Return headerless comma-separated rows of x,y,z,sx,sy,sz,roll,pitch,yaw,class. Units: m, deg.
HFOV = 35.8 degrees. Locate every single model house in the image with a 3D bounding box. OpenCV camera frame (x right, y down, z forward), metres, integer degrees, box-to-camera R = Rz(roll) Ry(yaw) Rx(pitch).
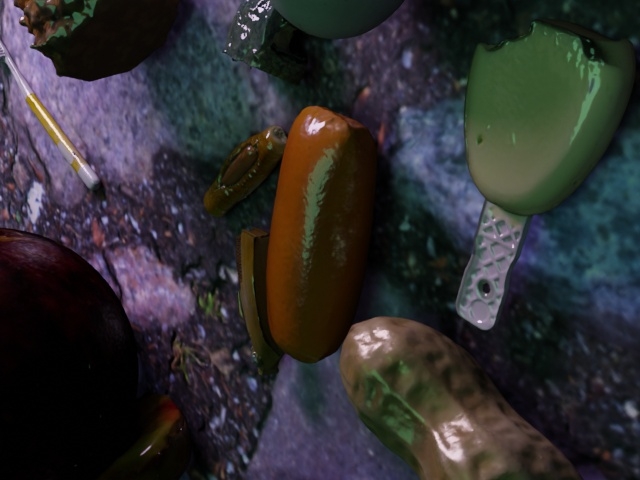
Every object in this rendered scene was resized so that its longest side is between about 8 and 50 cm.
-0.042,-0.195,0.916,0.079,0.066,0.083,33,103,47,model house

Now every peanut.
0.111,0.167,0.792,0.274,0.125,0.111,46,109,24,peanut

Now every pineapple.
-0.281,-0.330,1.046,0.169,0.169,0.340,-50,62,39,pineapple

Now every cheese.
0.148,-0.047,0.761,0.127,0.050,0.255,33,120,34,cheese

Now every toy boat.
-0.057,0.061,0.991,0.049,0.047,0.149,-7,92,58,toy boat

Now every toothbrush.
-0.354,-0.165,1.241,0.288,0.024,0.021,50,128,24,toothbrush

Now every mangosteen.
-0.367,0.187,1.105,0.421,0.381,0.381,51,131,6,mangosteen

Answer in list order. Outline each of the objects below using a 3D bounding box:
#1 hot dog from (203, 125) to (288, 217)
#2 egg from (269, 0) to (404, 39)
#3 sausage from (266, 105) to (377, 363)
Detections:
-0.080,-0.070,0.995,0.137,0.028,0.044,-39,65,43,hot dog
0.013,-0.285,0.747,0.183,0.183,0.264,19,119,40,egg
0.000,0.000,0.890,0.098,0.098,0.238,24,114,38,sausage
